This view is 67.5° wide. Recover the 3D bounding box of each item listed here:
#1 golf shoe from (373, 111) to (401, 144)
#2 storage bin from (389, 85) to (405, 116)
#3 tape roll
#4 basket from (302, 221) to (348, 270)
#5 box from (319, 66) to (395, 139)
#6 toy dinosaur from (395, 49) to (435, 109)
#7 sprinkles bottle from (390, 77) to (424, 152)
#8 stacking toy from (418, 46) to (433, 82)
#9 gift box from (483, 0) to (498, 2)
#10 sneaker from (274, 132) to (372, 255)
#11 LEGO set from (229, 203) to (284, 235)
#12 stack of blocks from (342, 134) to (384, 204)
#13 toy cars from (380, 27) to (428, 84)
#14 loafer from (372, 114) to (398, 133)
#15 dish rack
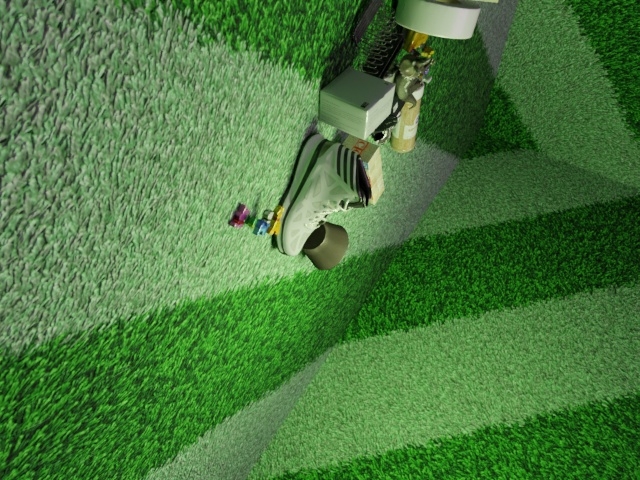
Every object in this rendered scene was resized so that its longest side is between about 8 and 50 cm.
[{"bbox_3d":[0.283,-0.501,2.042,0.094,0.077,0.198,-22,134,-60],"label":"golf shoe"},{"bbox_3d":[0.271,-0.554,1.938,0.180,0.085,0.122,-57,159,-18],"label":"storage bin"},{"bbox_3d":[0.408,-0.800,1.684,0.286,0.286,0.100,-40,150,-47],"label":"tape roll"},{"bbox_3d":[0.000,0.000,1.882,0.204,0.154,0.227,-62,156,-4],"label":"basket"},{"bbox_3d":[0.117,-0.449,1.560,0.181,0.182,0.119,-49,157,-33],"label":"box"},{"bbox_3d":[0.332,-0.608,1.797,0.160,0.121,0.313,-40,167,-22],"label":"toy dinosaur"},{"bbox_3d":[0.382,-0.558,2.146,0.121,0.121,0.355,-52,157,-27],"label":"sprinkles bottle"},{"bbox_3d":[0.440,-0.742,2.168,0.221,0.052,0.167,-53,156,-20],"label":"stacking toy"},{"bbox_3d":[0.565,-1.052,1.774,0.255,0.259,0.276,75,31,-63],"label":"gift box"},{"bbox_3d":[0.014,-0.108,1.617,0.169,0.258,0.446,-23,136,-60],"label":"sneaker"},{"bbox_3d":[-0.168,-0.073,1.471,0.093,0.087,0.227,-67,160,11],"label":"LEGO set"},{"bbox_3d":[0.144,-0.274,1.850,0.087,0.171,0.297,-57,158,-17],"label":"stack of blocks"},{"bbox_3d":[0.298,-0.704,1.823,0.393,0.087,0.176,-56,168,-5],"label":"toy cars"},{"bbox_3d":[0.223,-0.451,1.882,0.061,0.170,0.062,-37,112,-70],"label":"loafer"},{"bbox_3d":[0.192,-0.681,1.609,0.208,0.074,0.271,-61,159,-7],"label":"dish rack"}]
